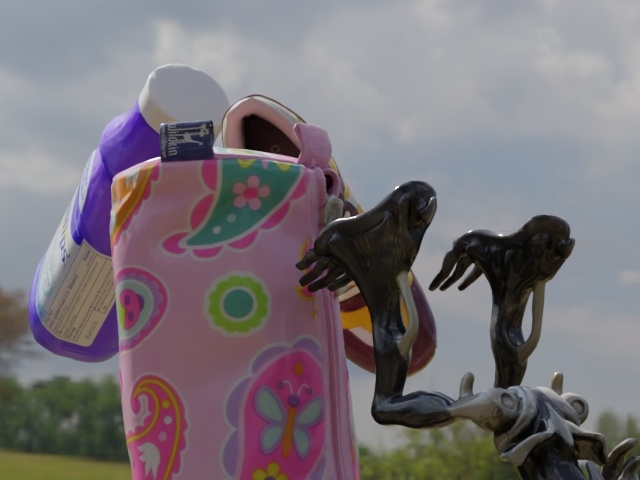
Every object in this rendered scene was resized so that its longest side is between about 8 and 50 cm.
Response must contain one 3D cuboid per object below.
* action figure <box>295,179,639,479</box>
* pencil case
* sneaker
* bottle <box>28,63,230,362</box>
[{"bbox_3d":[0.080,0.116,0.634,0.164,0.276,0.141,2,-36,-23],"label":"action figure"},{"bbox_3d":[-0.034,0.089,0.730,0.124,0.284,0.124,-5,-9,-1],"label":"pencil case"},{"bbox_3d":[0.000,0.000,0.854,0.069,0.185,0.084,-37,-9,2],"label":"sneaker"},{"bbox_3d":[-0.154,-0.021,1.195,0.092,0.118,0.283,18,-45,-17],"label":"bottle"}]
